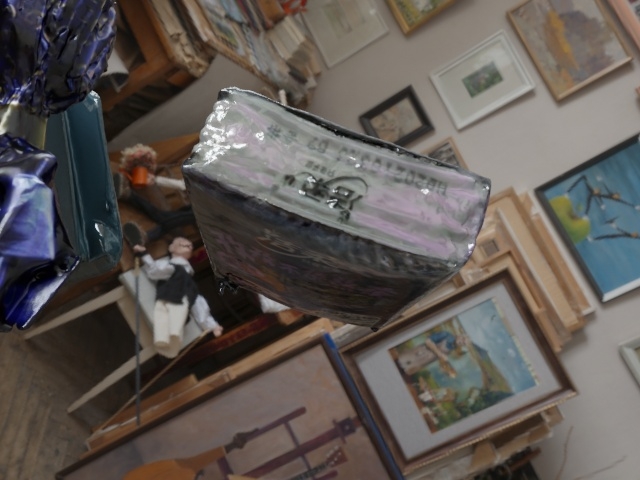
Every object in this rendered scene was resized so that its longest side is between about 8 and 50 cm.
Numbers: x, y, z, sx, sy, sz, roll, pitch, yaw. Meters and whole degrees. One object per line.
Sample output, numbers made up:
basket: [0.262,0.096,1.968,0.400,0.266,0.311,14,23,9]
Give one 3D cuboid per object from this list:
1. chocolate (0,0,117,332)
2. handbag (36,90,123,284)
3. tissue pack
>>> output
chocolate: [-0.239,-0.075,0.441,0.126,0.148,0.343,107,-17,-60]
handbag: [-0.329,-0.061,0.711,0.062,0.179,0.229,-3,81,-54]
tissue pack: [0.000,0.000,0.639,0.361,0.259,0.122,105,3,-71]
